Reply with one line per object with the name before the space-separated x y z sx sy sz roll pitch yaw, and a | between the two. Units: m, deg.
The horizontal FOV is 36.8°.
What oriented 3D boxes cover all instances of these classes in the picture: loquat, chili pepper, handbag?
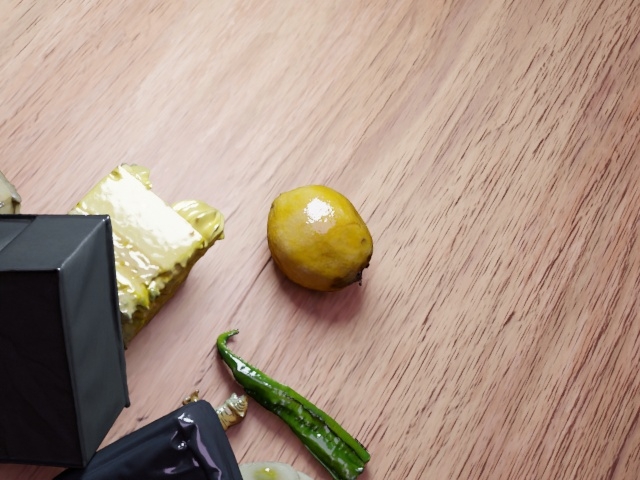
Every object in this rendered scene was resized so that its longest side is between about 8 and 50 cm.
loquat | 0.000 0.000 1.815 0.234 0.187 0.176 47 52 -5
chili pepper | -0.056 0.296 1.744 0.359 0.076 0.085 44 66 2
handbag | -0.239 0.423 1.474 0.302 0.178 0.275 -30 88 14

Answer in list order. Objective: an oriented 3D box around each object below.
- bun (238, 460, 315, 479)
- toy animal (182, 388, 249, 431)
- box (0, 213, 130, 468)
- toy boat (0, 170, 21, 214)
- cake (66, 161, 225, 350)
bun | -0.085 0.535 1.555 0.365 0.219 0.365 8 62 -15
toy animal | -0.227 0.334 1.682 0.099 0.057 0.241 46 62 4
box | -0.452 0.150 1.468 0.251 0.204 0.345 1 111 10
toy boat | -0.688 -0.170 1.672 0.445 0.162 0.136 56 33 -10
cake | -0.330 0.011 1.692 0.227 0.222 0.286 39 63 -1
